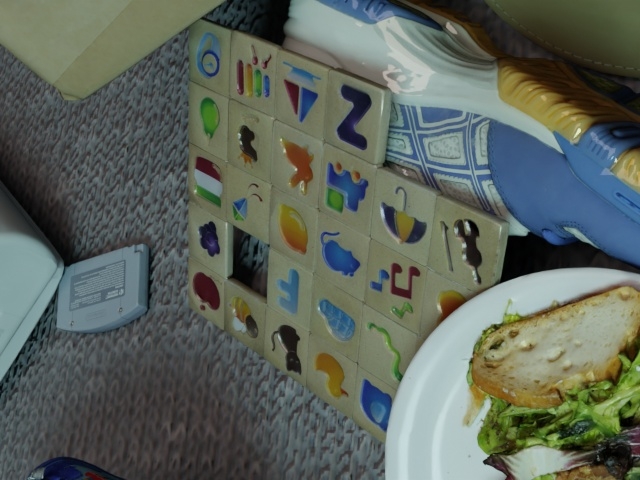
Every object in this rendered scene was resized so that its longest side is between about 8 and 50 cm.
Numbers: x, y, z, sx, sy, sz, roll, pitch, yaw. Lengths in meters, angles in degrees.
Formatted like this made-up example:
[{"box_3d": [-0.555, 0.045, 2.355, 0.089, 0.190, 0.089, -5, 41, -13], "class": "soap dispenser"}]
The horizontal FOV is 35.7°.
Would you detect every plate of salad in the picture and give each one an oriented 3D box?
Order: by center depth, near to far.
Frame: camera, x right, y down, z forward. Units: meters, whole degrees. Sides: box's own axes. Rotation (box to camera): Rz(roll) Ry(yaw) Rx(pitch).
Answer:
[{"box_3d": [0.116, 0.112, 0.435, 0.200, 0.048, 0.200, 3, 96, 26], "class": "plate of salad"}]

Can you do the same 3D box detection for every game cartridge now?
[{"box_3d": [-0.156, 0.038, 0.714, 0.083, 0.017, 0.056, -15, 62, 32], "class": "game cartridge"}]

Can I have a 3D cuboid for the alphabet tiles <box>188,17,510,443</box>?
[{"box_3d": [0.000, 0.000, 0.547, 0.237, 0.009, 0.198, 29, 126, 39], "class": "alphabet tiles"}]

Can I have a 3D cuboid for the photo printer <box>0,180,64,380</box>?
[{"box_3d": [-0.357, 0.027, 0.803, 0.307, 0.107, 0.256, 40, 99, 40], "class": "photo printer"}]

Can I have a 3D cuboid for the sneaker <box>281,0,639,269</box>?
[{"box_3d": [0.085, -0.038, 0.526, 0.296, 0.112, 0.131, 37, 117, 39], "class": "sneaker"}]

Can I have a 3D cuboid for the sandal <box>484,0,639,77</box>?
[{"box_3d": [0.185, -0.130, 0.503, 0.240, 0.088, 0.079, 32, 62, 32], "class": "sandal"}]

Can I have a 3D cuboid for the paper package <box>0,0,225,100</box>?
[{"box_3d": [-0.052, -0.283, 0.584, 0.325, 0.168, 0.309, -28, 30, 28], "class": "paper package"}]

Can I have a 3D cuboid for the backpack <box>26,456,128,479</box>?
[{"box_3d": [-0.129, 0.190, 0.558, 0.173, 0.158, 0.117, 4, 68, 49], "class": "backpack"}]
